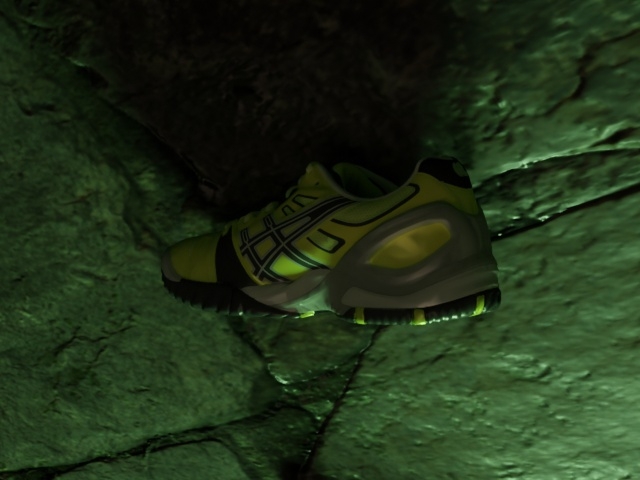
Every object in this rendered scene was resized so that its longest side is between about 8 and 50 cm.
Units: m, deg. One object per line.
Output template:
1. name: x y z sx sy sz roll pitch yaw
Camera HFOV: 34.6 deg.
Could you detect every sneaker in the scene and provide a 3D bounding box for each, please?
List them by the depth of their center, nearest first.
1. sneaker: 0.000 0.000 0.987 0.385 0.145 0.147 -2 92 37
